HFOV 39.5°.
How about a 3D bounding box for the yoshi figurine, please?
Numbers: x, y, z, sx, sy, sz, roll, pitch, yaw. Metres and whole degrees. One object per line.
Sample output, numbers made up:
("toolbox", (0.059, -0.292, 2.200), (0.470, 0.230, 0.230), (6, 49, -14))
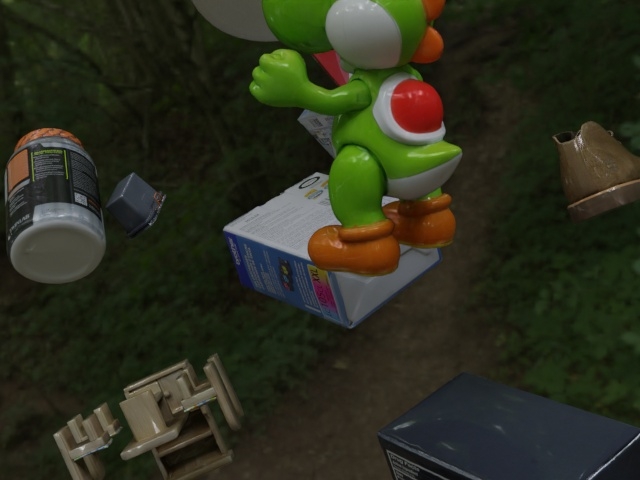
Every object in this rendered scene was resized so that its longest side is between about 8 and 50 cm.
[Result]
("yoshi figurine", (0.031, -0.158, 0.938), (0.203, 0.362, 0.203), (-6, 19, 2))

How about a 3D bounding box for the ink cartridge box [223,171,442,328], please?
("ink cartridge box", (0.000, 0.000, 1.764), (0.270, 0.151, 0.395), (-33, 34, -31))

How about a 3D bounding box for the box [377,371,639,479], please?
("box", (0.261, 0.358, 1.123), (0.183, 0.294, 0.296), (-30, 24, -30))

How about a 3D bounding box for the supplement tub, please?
("supplement tub", (-0.557, -0.080, 1.860), (0.194, 0.193, 0.316), (3, 44, -22))

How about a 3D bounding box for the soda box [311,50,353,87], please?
("soda box", (0.040, -0.271, 1.267), (0.263, 0.092, 0.083), (48, 7, -15))

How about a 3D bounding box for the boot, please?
("boot", (0.374, -0.099, 1.134), (0.112, 0.115, 0.305), (-26, -8, 30))

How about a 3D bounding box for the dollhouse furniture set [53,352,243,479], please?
("dollhouse furniture set", (-0.203, 0.267, 1.200), (0.212, 0.161, 0.242), (-24, 1, -2))

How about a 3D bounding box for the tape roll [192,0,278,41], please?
("tape roll", (-0.053, -0.507, 1.481), (0.392, 0.392, 0.072), (1, 47, -36))

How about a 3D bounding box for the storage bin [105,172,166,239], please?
("storage bin", (-0.403, -0.084, 1.943), (0.098, 0.091, 0.135), (-32, 26, 24))

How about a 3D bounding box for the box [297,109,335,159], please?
("box", (0.062, -0.198, 1.777), (0.186, 0.038, 0.145), (46, -26, -25))
